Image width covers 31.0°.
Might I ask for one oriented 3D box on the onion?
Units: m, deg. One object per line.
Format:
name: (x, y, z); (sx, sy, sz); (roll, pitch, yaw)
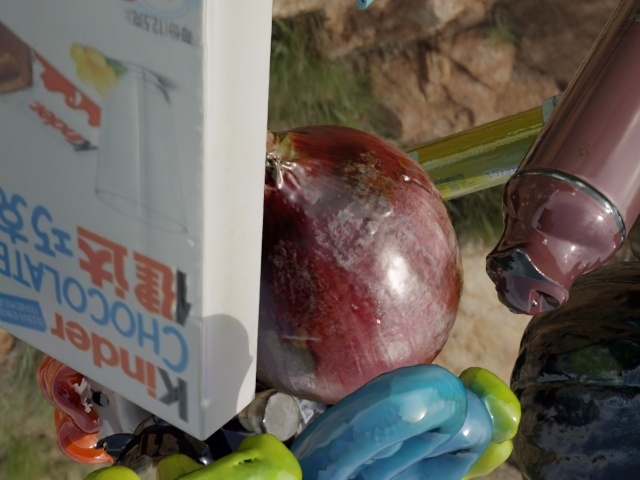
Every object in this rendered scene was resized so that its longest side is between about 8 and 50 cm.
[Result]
onion: (0.000, 0.000, 0.653); (0.159, 0.159, 0.195); (-19, 137, 7)

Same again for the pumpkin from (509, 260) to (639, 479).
pumpkin: (0.373, 0.203, 1.324); (0.266, 0.363, 0.363); (-3, 140, 32)

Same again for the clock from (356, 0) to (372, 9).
clock: (0.001, -0.332, 1.329); (0.147, 0.045, 0.108); (23, 147, 28)

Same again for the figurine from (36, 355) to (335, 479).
figurine: (-0.114, 0.148, 1.127); (0.306, 0.412, 0.241); (-47, 119, -1)

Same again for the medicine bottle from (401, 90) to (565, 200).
medicine bottle: (0.148, -0.079, 1.128); (0.218, 0.074, 0.074); (-16, 135, 22)

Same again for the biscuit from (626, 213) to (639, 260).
biscuit: (0.432, 0.041, 1.060); (0.183, 0.320, 0.047); (-42, 153, 11)

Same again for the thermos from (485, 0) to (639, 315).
thermos: (0.235, -0.068, 1.004); (0.109, 0.330, 0.136); (37, 156, -5)

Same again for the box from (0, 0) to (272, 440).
box: (-0.142, -0.072, 0.526); (0.273, 0.048, 0.265); (22, 126, 28)

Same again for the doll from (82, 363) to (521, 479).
doll: (-0.064, 0.163, 0.506); (0.341, 0.099, 0.346); (-20, 147, -41)
